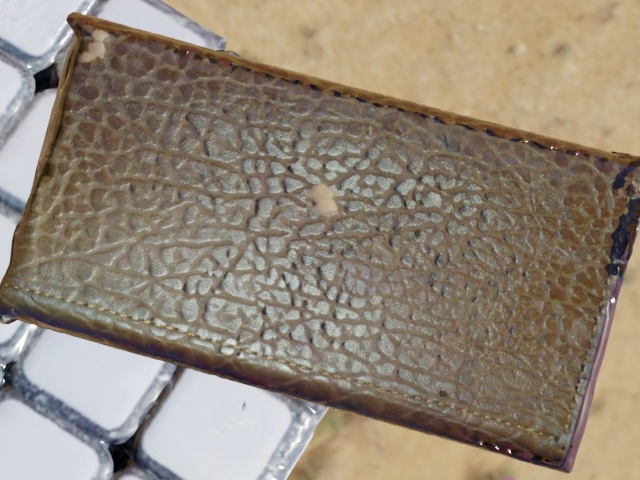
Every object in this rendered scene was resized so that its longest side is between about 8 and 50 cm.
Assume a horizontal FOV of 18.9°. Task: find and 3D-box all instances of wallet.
[{"bbox_3d":[0.000,0.000,0.776,0.039,0.243,0.133,-28,132,-80],"label":"wallet"}]

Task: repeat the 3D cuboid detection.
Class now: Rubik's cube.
[{"bbox_3d":[-0.161,0.060,1.246,0.344,0.337,0.344,-58,177,-19],"label":"Rubik's cube"}]
